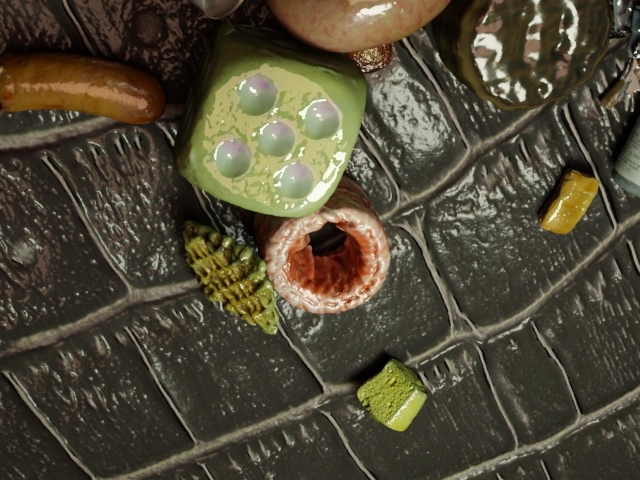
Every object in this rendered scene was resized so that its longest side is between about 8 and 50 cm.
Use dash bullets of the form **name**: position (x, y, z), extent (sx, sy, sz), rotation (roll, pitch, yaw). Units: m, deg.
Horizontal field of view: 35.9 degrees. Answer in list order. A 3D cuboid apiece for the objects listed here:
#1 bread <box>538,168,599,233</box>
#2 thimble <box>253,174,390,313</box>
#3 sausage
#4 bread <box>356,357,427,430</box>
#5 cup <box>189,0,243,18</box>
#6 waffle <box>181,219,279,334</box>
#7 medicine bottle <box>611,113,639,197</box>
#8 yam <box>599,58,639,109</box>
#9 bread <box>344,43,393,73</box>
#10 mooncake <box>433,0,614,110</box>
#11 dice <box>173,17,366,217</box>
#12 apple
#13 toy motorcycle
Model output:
- **bread**: position (0.474, -0.074, 1.888), extent (0.074, 0.053, 0.132), rotation (20, 114, -21)
- **thimble**: position (0.000, 0.000, 1.770), extent (0.239, 0.162, 0.239), rotation (-4, 121, -7)
- **sausage**: position (-0.382, -0.247, 1.588), extent (0.270, 0.109, 0.109), rotation (6, 117, -15)
- **bread**: position (0.149, 0.314, 1.998), extent (0.114, 0.129, 0.111), rotation (-50, 153, 11)
- **cup**: position (-0.175, -0.410, 1.519), extent (0.099, 0.133, 0.136), rotation (-53, 159, 9)
- **waffle**: position (-0.160, 0.056, 1.753), extent (0.054, 0.223, 0.204), rotation (-44, 141, -27)
- **medicine bottle**: position (0.655, -0.216, 1.797), extent (0.141, 0.141, 0.293), rotation (13, 116, -18)
- **yam**: position (0.567, -0.299, 1.796), extent (0.032, 0.032, 0.145), rotation (34, 108, -26)
- **bread**: position (0.081, -0.321, 1.669), extent (0.085, 0.053, 0.085), rotation (-5, 119, -9)
- **mooncake**: position (0.343, -0.359, 1.642), extent (0.290, 0.161, 0.290), rotation (-6, 121, -10)
- **dice**: position (-0.082, -0.200, 1.581), extent (0.250, 0.252, 0.254), rotation (17, 109, -16)
- **apple**: position (0.066, -0.440, 1.476), extent (0.345, 0.269, 0.345), rotation (-4, 119, -8)
- **toy motorcycle**: position (0.555, -0.425, 1.667), extent (0.207, 0.134, 0.401), rotation (0, 117, -12)
